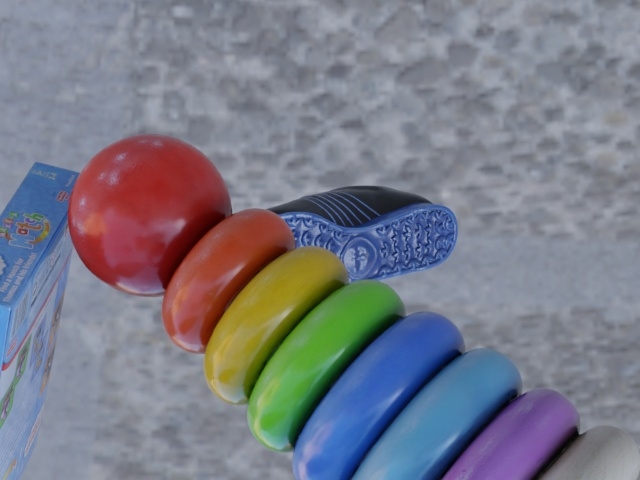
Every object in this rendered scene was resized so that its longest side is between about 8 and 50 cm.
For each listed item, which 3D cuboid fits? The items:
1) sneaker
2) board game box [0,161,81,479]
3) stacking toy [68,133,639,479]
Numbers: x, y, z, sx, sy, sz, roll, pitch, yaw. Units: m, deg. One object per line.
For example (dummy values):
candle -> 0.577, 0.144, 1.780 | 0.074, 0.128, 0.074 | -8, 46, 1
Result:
sneaker -> 0.000, 0.000, 1.240 | 0.232, 0.081, 0.090 | -6, -165, -33
board game box -> -0.190, 0.082, 0.880 | 0.039, 0.160, 0.211 | 14, 119, -1
stacking toy -> -0.002, 0.058, 0.771 | 0.330, 0.141, 0.141 | 40, 153, 14
